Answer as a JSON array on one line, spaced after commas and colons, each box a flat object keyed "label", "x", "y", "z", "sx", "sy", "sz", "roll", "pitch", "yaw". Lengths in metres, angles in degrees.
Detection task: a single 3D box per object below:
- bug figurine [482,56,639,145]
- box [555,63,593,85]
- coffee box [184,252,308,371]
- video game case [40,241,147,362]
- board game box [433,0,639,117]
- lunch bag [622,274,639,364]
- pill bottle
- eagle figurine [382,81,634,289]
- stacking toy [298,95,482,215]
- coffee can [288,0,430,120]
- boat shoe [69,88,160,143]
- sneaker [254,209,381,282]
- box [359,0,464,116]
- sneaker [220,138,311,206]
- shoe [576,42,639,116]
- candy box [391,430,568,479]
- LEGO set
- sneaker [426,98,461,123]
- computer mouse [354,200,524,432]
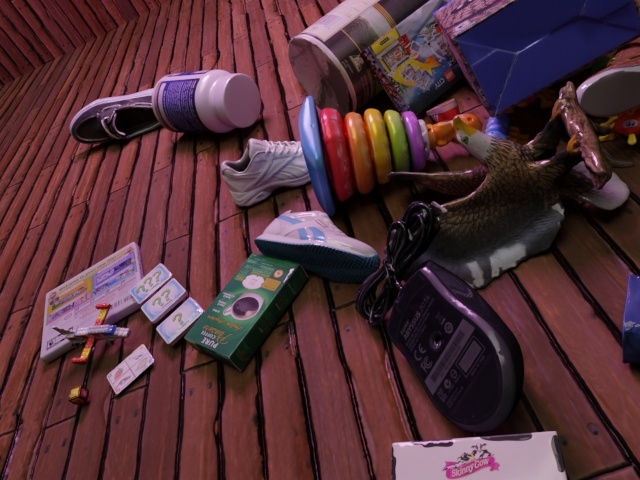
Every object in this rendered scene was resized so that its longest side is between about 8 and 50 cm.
[{"label": "bug figurine", "x": 0.385, "y": -0.216, "z": 0.842, "sx": 0.279, "sy": 0.072, "sz": 0.216, "roll": -3, "pitch": 46, "yaw": 29}, {"label": "box", "x": 0.435, "y": -0.363, "z": 0.994, "sx": 0.105, "sy": 0.043, "sz": 0.179, "roll": -27, "pitch": 41, "yaw": 4}, {"label": "coffee box", "x": -0.114, "y": 0.105, "z": 0.820, "sx": 0.113, "sy": 0.040, "sz": 0.184, "roll": 10, "pitch": 53, "yaw": 38}, {"label": "video game case", "x": -0.439, "y": 0.113, "z": 1.020, "sx": 0.213, "sy": 0.023, "sz": 0.193, "roll": -31, "pitch": 39, "yaw": -2}, {"label": "board game box", "x": 0.331, "y": -0.356, "z": 0.857, "sx": 0.232, "sy": 0.141, "sz": 0.291, "roll": -28, "pitch": 23, "yaw": 19}, {"label": "lunch bag", "x": 0.354, "y": 0.082, "z": 0.545, "sx": 0.065, "sy": 0.067, "sz": 0.098, "roll": 4, "pitch": 48, "yaw": 33}, {"label": "pill bottle", "x": -0.285, "y": -0.345, "z": 1.315, "sx": 0.265, "sy": 0.153, "sz": 0.153, "roll": 10, "pitch": 53, "yaw": 38}, {"label": "eagle figurine", "x": 0.238, "y": -0.077, "z": 0.727, "sx": 0.226, "sy": 0.225, "sz": 0.298, "roll": -16, "pitch": -20, "yaw": -49}, {"label": "stacking toy", "x": 0.125, "y": -0.166, "z": 0.901, "sx": 0.302, "sy": 0.165, "sz": 0.175, "roll": -11, "pitch": 57, "yaw": 5}, {"label": "coffee can", "x": 0.097, "y": -0.420, "z": 1.129, "sx": 0.275, "sy": 0.201, "sz": 0.202, "roll": -41, "pitch": 41, "yaw": -14}, {"label": "boat shoe", "x": -0.586, "y": -0.354, "z": 1.527, "sx": 0.336, "sy": 0.121, "sz": 0.119, "roll": -19, "pitch": 36, "yaw": 10}, {"label": "sneaker", "x": 0.000, "y": 0.000, "z": 0.830, "sx": 0.229, "sy": 0.087, "sz": 0.092, "roll": 14, "pitch": 53, "yaw": 37}, {"label": "box", "x": 0.213, "y": -0.371, "z": 1.041, "sx": 0.233, "sy": 0.159, "sz": 0.044, "roll": -40, "pitch": 14, "yaw": -14}, {"label": "sneaker", "x": -0.089, "y": -0.157, "z": 1.026, "sx": 0.232, "sy": 0.115, "sz": 0.090, "roll": -27, "pitch": 39, "yaw": 3}, {"label": "shoe", "x": 0.417, "y": -0.225, "z": 0.730, "sx": 0.178, "sy": 0.063, "sz": 0.081, "roll": -18, "pitch": 35, "yaw": -6}, {"label": "candy box", "x": 0.143, "y": 0.291, "z": 0.444, "sx": 0.159, "sy": 0.071, "sz": 0.233, "roll": -12, "pitch": 43, "yaw": 21}, {"label": "LEGO set", "x": -0.333, "y": 0.149, "z": 0.876, "sx": 0.244, "sy": 0.060, "sz": 0.182, "roll": -43, "pitch": 47, "yaw": -12}, {"label": "sneaker", "x": 0.233, "y": -0.220, "z": 0.969, "sx": 0.042, "sy": 0.067, "sz": 0.118, "roll": -30, "pitch": 9, "yaw": 3}, {"label": "computer mouse", "x": 0.151, "y": 0.095, "z": 0.616, "sx": 0.188, "sy": 0.072, "sz": 0.272, "roll": -62, "pitch": 36, "yaw": 27}]
